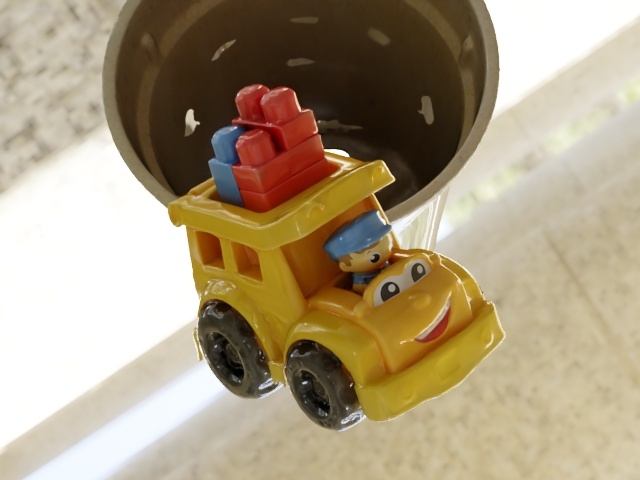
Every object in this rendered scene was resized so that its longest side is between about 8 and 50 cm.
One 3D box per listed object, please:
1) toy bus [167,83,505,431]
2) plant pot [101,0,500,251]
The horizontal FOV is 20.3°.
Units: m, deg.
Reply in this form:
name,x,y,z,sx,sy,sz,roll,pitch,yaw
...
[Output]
name,x,y,z,sx,sy,sz,roll,pitch,yaw
toy bus,0.000,0.000,1.235,0.220,0.149,0.211,17,129,49
plant pot,-0.007,-0.079,1.618,0.334,0.333,0.305,61,171,25
